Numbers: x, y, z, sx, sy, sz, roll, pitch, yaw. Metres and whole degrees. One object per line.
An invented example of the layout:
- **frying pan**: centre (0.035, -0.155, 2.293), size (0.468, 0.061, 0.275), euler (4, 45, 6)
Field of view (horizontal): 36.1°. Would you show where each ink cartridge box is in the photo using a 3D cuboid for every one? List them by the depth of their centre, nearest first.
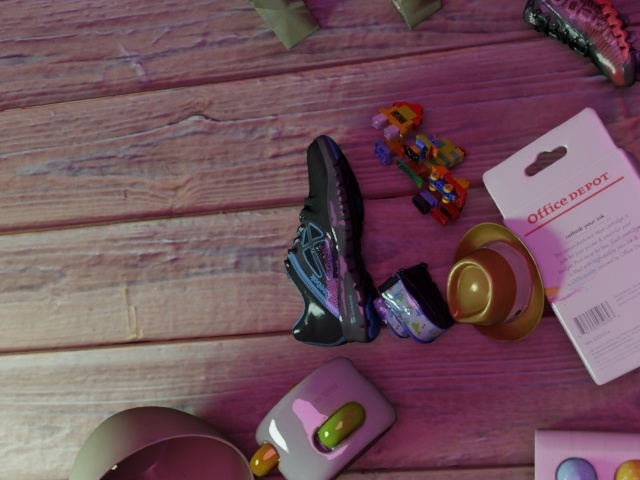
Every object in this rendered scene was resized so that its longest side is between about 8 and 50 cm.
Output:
- **ink cartridge box**: centre (0.414, 0.006, 1.433), size (0.207, 0.119, 0.353), euler (-33, 76, 24)

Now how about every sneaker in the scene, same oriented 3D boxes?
- **sneaker**: centre (0.394, -0.342, 1.520), size (0.135, 0.097, 0.276), euler (-28, 75, 8)
- **sneaker**: centre (0.000, 0.000, 1.556), size (0.140, 0.125, 0.340), euler (-11, 78, 17)

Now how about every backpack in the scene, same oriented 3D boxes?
- **backpack**: centre (0.147, 0.105, 1.518), size (0.084, 0.105, 0.114), euler (-43, 75, 28)

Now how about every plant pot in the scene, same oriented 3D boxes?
- **plant pot**: centre (-0.271, 0.367, 1.519), size (0.284, 0.284, 0.191), euler (-52, 39, 2)

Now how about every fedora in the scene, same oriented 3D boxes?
- **fedora**: centre (0.242, 0.071, 1.458), size (0.079, 0.194, 0.194), euler (-17, 74, -33)

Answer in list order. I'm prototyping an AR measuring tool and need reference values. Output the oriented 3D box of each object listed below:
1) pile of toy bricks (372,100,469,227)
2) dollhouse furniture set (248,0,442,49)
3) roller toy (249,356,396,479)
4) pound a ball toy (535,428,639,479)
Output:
- **pile of toy bricks**: centre (0.181, -0.128, 1.552), size (0.105, 0.118, 0.212), euler (-29, 57, -20)
- **dollhouse furniture set**: centre (0.036, -0.516, 1.548), size (0.394, 0.256, 0.362), euler (-35, 76, 7)
- **roller toy**: centre (0.003, 0.277, 1.481), size (0.146, 0.191, 0.209), euler (47, 118, 14)
- **pound a ball toy**: centre (0.467, 0.375, 1.383), size (0.319, 0.136, 0.208), euler (0, 82, 14)
